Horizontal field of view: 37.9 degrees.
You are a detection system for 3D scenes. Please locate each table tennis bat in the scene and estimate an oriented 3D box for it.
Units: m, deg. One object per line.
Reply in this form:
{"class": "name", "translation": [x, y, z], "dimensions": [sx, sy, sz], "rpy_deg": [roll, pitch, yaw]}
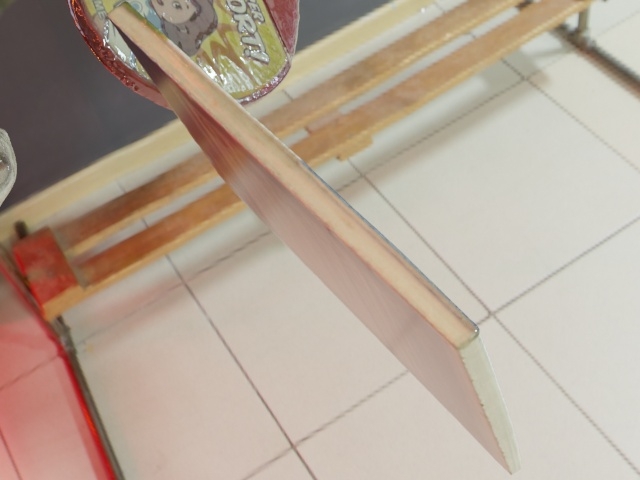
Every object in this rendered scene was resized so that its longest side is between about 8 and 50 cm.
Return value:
{"class": "table tennis bat", "translation": [-0.102, -0.280, 1.027], "dimensions": [0.051, 0.268, 0.415], "rpy_deg": [-18, 6, 45]}

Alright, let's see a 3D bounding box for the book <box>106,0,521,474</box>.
{"class": "book", "translation": [0.000, 0.000, 0.584], "dimensions": [0.018, 0.228, 0.322], "rpy_deg": [-42, 58, -7]}

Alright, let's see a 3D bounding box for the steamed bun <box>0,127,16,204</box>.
{"class": "steamed bun", "translation": [-0.466, -0.051, 1.092], "dimensions": [0.218, 0.144, 0.211], "rpy_deg": [6, 32, 20]}
